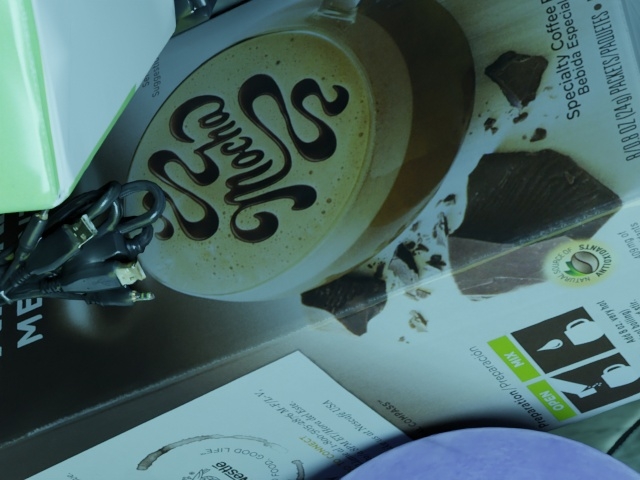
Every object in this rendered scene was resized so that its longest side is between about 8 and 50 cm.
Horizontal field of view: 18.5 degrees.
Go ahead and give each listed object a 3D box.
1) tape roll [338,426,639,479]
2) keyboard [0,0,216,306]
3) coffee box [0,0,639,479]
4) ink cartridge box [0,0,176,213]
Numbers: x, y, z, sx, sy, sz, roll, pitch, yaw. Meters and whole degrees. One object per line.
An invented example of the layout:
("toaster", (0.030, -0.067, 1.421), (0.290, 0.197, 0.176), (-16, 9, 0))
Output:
("tape roll", (0.066, 0.166, 0.692), (0.189, 0.189, 0.080), (-20, 151, 17))
("keyboard", (-0.176, -0.040, 0.716), (0.317, 0.033, 0.202), (-22, 99, 20))
("coffee box", (0.000, 0.000, 0.755), (0.297, 0.168, 0.119), (-23, 140, 19))
("ink cartridge box", (-0.234, -0.075, 0.566), (0.353, 0.207, 0.119), (-6, 108, 6))
